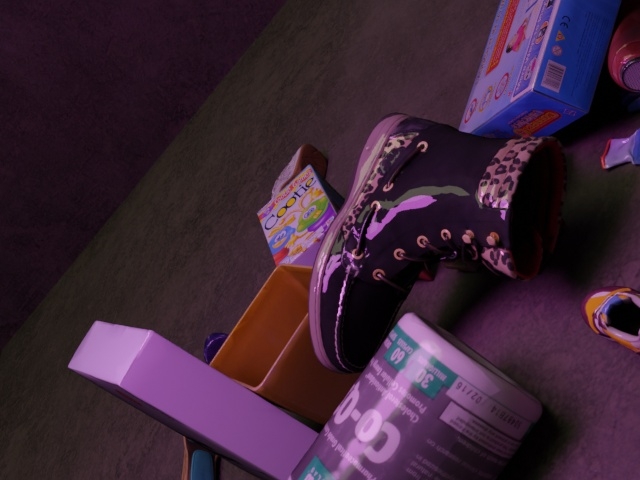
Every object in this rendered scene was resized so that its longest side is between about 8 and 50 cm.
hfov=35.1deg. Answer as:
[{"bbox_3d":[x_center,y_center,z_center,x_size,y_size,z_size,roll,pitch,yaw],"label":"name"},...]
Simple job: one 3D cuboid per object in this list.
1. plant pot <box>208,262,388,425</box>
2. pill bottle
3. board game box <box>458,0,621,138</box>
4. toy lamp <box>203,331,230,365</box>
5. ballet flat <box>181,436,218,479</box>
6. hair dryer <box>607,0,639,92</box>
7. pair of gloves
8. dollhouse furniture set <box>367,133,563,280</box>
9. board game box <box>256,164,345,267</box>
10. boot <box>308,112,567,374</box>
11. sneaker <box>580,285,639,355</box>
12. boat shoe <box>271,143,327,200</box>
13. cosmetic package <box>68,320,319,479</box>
[{"bbox_3d":[-0.013,0.177,1.556,0.212,0.187,0.212,-56,23,-15],"label":"plant pot"},{"bbox_3d":[0.085,0.285,1.217,0.361,0.204,0.204,-56,23,3],"label":"pill bottle"},{"bbox_3d":[0.328,-0.295,1.491,0.302,0.086,0.308,144,146,-75],"label":"board game box"},{"bbox_3d":[-0.168,0.240,1.940,0.080,0.080,0.275,-57,23,-1],"label":"toy lamp"},{"bbox_3d":[-0.225,0.394,1.858,0.232,0.080,0.073,-86,21,-51],"label":"ballet flat"},{"bbox_3d":[0.483,-0.270,1.322,0.224,0.080,0.293,-36,29,-9],"label":"hair dryer"},{"bbox_3d":[0.447,-0.178,1.337,0.159,0.023,0.198,-18,45,56],"label":"pair of gloves"},{"bbox_3d":[0.215,-0.054,1.530,0.374,0.152,0.201,1,59,44],"label":"dollhouse furniture set"},{"bbox_3d":[0.000,0.000,1.809,0.142,0.144,0.275,-42,24,8],"label":"board game box"},{"bbox_3d":[0.150,0.013,1.331,0.284,0.138,0.377,10,75,45],"label":"boot"},{"bbox_3d":[0.339,0.081,1.134,0.069,0.084,0.185,-57,23,-1],"label":"sneaker"},{"bbox_3d":[-0.058,-0.088,2.135,0.096,0.098,0.277,-38,20,37],"label":"boat shoe"},{"bbox_3d":[-0.169,0.258,1.530,0.284,0.377,0.097,-7,51,61],"label":"cosmetic package"}]
